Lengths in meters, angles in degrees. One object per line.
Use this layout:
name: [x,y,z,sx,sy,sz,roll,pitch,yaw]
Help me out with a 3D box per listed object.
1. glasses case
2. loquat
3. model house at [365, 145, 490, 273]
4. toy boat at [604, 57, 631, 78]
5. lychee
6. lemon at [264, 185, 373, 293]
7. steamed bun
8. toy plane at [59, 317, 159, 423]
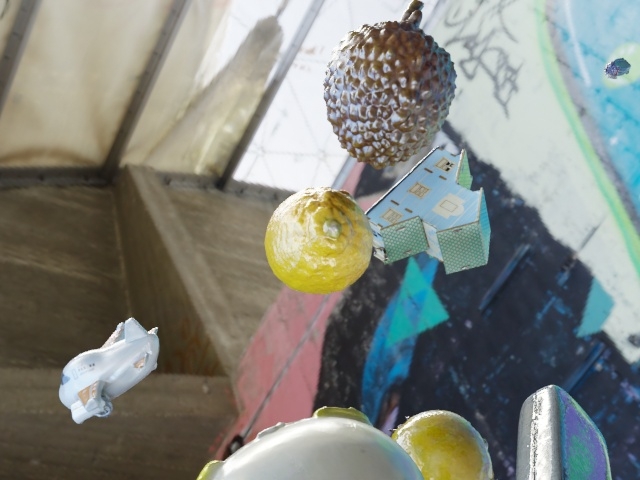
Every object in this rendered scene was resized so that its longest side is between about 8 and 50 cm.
glasses case: [0.313,0.317,1.064,0.131,0.074,0.323,48,-154,-9]
loquat: [0.248,0.476,1.783,0.244,0.243,0.244,25,-155,-12]
model house: [0.246,-0.033,1.646,0.271,0.178,0.206,-41,-132,-20]
toy boat: [0.547,-0.316,1.543,0.038,0.038,0.083,42,-141,24]
lychee: [0.095,-0.216,1.140,0.200,0.238,0.200,15,180,0]
lemon: [0.000,0.000,1.081,0.142,0.142,0.187,27,169,-7]
steamed bun: [-0.014,0.414,1.137,0.374,0.333,0.334,-17,-131,-38]
toy plane: [-0.409,0.244,1.599,0.117,0.245,0.244,51,-164,-23]
